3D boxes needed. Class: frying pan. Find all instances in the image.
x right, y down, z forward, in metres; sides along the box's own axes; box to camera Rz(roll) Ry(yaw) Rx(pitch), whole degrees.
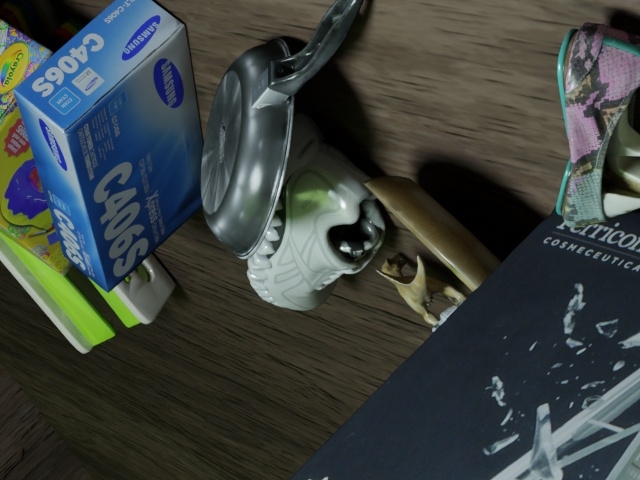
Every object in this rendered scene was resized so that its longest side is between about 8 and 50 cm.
[{"bbox_3d":[-0.045,-0.090,1.642,0.053,0.197,0.326,9,171,-16],"label":"frying pan"}]

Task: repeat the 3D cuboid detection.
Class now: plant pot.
[{"bbox_3d":[0.131,0.023,1.626,0.236,0.032,0.236,44,-178,-2],"label":"plant pot"}]

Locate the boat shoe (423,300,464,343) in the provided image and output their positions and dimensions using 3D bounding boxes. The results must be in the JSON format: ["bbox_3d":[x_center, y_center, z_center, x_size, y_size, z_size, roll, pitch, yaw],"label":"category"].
[{"bbox_3d":[0.215,0.198,1.712,0.335,0.119,0.121,40,-177,11],"label":"boat shoe"}]

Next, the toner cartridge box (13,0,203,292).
[{"bbox_3d":[-0.205,-0.094,1.980,0.075,0.165,0.348,38,160,19],"label":"toner cartridge box"}]

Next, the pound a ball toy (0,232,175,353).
[{"bbox_3d":[-0.360,-0.012,2.464,0.208,0.136,0.319,-26,112,32],"label":"pound a ball toy"}]

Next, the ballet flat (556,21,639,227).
[{"bbox_3d":[0.204,-0.067,1.339,0.079,0.077,0.221,18,152,17],"label":"ballet flat"}]

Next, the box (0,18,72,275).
[{"bbox_3d":[-0.382,-0.143,2.114,0.279,0.177,0.290,32,172,25],"label":"box"}]

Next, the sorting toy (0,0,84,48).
[{"bbox_3d":[-0.359,-0.282,2.101,0.274,0.046,0.132,32,157,35],"label":"sorting toy"}]

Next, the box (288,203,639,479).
[{"bbox_3d":[0.231,0.261,1.319,0.480,0.472,0.297,20,147,52],"label":"box"}]

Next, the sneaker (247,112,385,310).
[{"bbox_3d":[0.000,0.000,1.851,0.118,0.110,0.292,30,158,15],"label":"sneaker"}]

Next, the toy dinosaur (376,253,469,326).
[{"bbox_3d":[0.093,0.049,1.775,0.092,0.053,0.183,30,178,-7],"label":"toy dinosaur"}]
